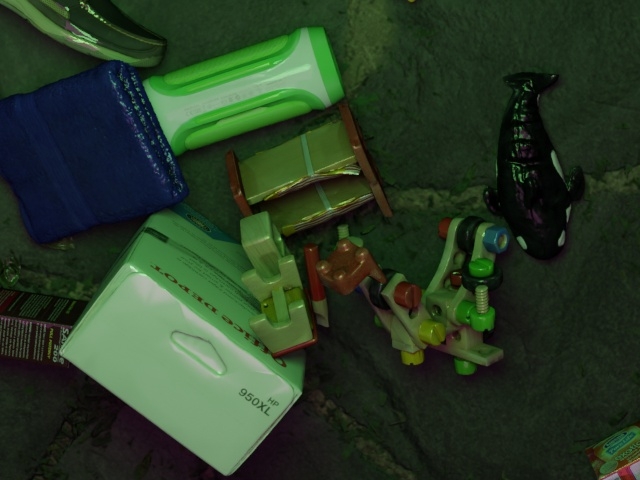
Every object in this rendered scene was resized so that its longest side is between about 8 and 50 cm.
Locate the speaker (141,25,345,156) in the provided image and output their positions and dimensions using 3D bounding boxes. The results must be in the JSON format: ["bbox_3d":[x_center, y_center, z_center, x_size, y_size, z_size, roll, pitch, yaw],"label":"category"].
[{"bbox_3d":[-0.120,-0.214,1.895,0.296,0.131,0.131,-17,104,5],"label":"speaker"}]

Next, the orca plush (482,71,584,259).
[{"bbox_3d":[0.326,-0.102,1.930,0.151,0.102,0.287,6,104,-1],"label":"orca plush"}]

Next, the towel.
[{"bbox_3d":[-0.344,-0.128,1.886,0.308,0.076,0.227,-13,111,36],"label":"towel"}]

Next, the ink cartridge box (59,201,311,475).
[{"bbox_3d":[-0.174,0.117,1.843,0.285,0.395,0.166,37,103,-8],"label":"ink cartridge box"}]

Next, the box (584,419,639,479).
[{"bbox_3d":[0.537,0.422,2.053,0.128,0.122,0.257,-30,102,9],"label":"box"}]

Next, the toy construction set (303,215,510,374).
[{"bbox_3d":[0.138,0.109,1.948,0.309,0.257,0.237,3,119,21],"label":"toy construction set"}]

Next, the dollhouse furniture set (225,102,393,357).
[{"bbox_3d":[0.000,0.000,1.811,0.201,0.374,0.152,-21,133,7],"label":"dollhouse furniture set"}]

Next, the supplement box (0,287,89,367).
[{"bbox_3d":[-0.483,0.124,1.987,0.239,0.130,0.073,9,104,0],"label":"supplement box"}]

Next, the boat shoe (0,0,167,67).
[{"bbox_3d":[-0.372,-0.365,1.858,0.355,0.132,0.130,27,104,-7],"label":"boat shoe"}]
